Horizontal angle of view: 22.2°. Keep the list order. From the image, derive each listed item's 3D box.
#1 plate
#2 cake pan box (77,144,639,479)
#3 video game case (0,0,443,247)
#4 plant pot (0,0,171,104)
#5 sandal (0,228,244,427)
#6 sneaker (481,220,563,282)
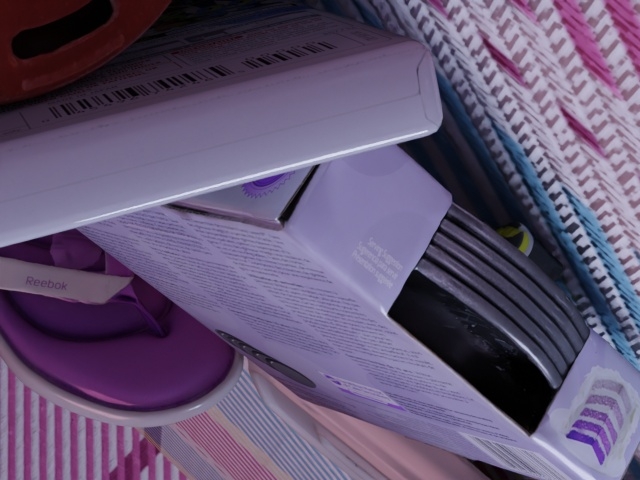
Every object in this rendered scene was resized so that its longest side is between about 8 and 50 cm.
[{"bbox_3d":[0.039,0.161,1.283,0.278,0.045,0.277,38,168,12],"label":"plate"},{"bbox_3d":[0.003,0.020,0.793,0.246,0.070,0.267,38,165,-33],"label":"cake pan box"},{"bbox_3d":[-0.153,-0.039,0.638,0.300,0.329,0.036,-140,36,-70],"label":"video game case"},{"bbox_3d":[-0.191,-0.168,0.610,0.265,0.272,0.272,17,151,45],"label":"plant pot"},{"bbox_3d":[-0.229,0.004,1.351,0.416,0.169,0.102,40,157,32],"label":"sandal"},{"bbox_3d":[0.088,0.013,0.782,0.035,0.031,0.083,38,172,-11],"label":"sneaker"}]
